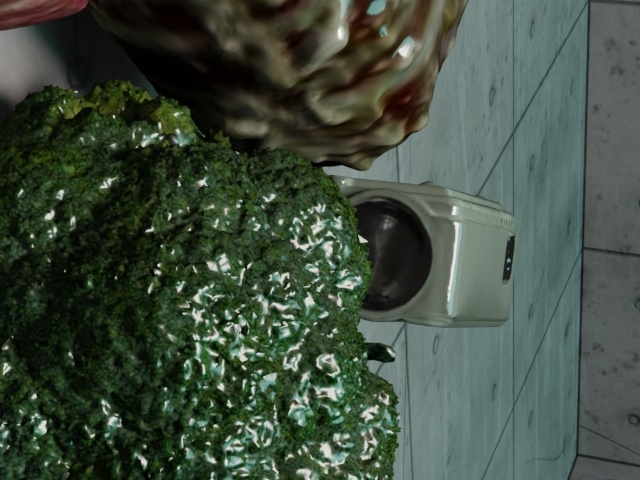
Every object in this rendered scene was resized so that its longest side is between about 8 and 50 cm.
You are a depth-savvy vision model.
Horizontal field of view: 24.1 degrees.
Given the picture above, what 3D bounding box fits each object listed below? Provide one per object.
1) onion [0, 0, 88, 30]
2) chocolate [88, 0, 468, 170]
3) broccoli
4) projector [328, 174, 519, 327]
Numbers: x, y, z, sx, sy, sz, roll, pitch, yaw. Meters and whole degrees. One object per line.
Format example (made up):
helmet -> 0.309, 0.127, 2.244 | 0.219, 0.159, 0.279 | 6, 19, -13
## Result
onion -> -0.097, -0.254, 0.548 | 0.348, 0.385, 0.348 | -7, 90, -79
chocolate -> -0.029, -0.171, 0.939 | 0.340, 0.225, 0.210 | 46, 44, -55
broccoli -> -0.098, 0.072, 0.889 | 0.283, 0.304, 0.321 | 144, -38, -75
projector -> 0.000, 0.000, 1.087 | 0.192, 0.256, 0.099 | 5, 93, -70
